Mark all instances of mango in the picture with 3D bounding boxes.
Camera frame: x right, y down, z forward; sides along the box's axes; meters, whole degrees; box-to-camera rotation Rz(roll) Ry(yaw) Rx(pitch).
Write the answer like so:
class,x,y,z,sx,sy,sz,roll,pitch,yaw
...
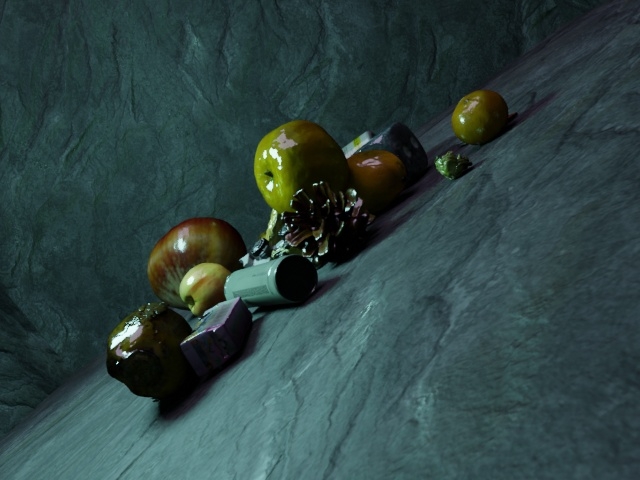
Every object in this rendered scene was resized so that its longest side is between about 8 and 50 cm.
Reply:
class,x,y,z,sx,sy,sz,roll,pitch,yaw
mango,0.115,-0.162,1.582,0.144,0.186,0.359,-3,-7,-37

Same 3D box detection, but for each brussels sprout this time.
class,x,y,z,sx,sy,sz,roll,pitch,yaw
brussels sprout,0.320,-0.176,1.279,0.085,0.058,0.085,-16,-21,-6

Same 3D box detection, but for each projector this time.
class,x,y,z,sx,sy,sz,roll,pitch,yaw
projector,-0.129,0.105,1.277,0.108,0.108,0.338,-40,11,-28

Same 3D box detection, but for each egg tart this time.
class,x,y,z,sx,sy,sz,roll,pitch,yaw
egg tart,-0.070,-0.060,1.735,0.319,0.128,0.318,20,-90,-75

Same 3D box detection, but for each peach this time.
class,x,y,z,sx,sy,sz,roll,pitch,yaw
peach,-0.356,0.159,1.732,0.184,0.184,0.184,-35,8,5

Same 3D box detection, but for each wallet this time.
class,x,y,z,sx,sy,sz,roll,pitch,yaw
wallet,0.488,-0.328,1.588,0.103,0.020,0.196,-39,9,-15

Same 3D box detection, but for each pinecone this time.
class,x,y,z,sx,sy,sz,roll,pitch,yaw
pinecone,0.016,-0.047,1.305,0.202,0.201,0.228,-48,28,23

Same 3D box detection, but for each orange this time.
class,x,y,z,sx,sy,sz,roll,pitch,yaw
orange,-0.051,-0.194,1.493,0.235,0.278,0.279,-17,-4,-34
orange,0.428,-0.337,1.450,0.156,0.124,0.156,-33,37,29

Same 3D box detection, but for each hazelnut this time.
class,x,y,z,sx,sy,sz,roll,pitch,yaw
hazelnut,-0.486,0.097,2.097,0.409,0.359,0.359,-41,5,24

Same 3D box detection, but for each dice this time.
class,x,y,z,sx,sy,sz,roll,pitch,yaw
dice,0.217,-0.250,1.691,0.182,0.181,0.183,-30,11,39

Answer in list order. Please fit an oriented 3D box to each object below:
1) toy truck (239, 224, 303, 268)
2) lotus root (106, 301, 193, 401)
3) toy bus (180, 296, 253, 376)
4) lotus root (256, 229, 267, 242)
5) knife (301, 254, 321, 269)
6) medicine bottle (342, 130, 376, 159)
class,x,y,z,sx,sy,sz,roll,pitch,yaw
toy truck,-0.113,0.046,1.539,0.286,0.136,0.111,-32,29,30
lotus root,-0.372,0.243,1.193,0.179,0.195,0.397,-33,8,-9
toy bus,-0.223,0.204,1.189,0.112,0.090,0.274,-30,8,3
lotus root,-0.187,0.016,2.069,0.120,0.120,0.209,-36,9,-5
knife,-0.102,0.107,1.436,0.266,0.040,0.073,-32,25,30
medicine bottle,0.098,-0.224,1.956,0.340,0.208,0.208,-33,8,20
